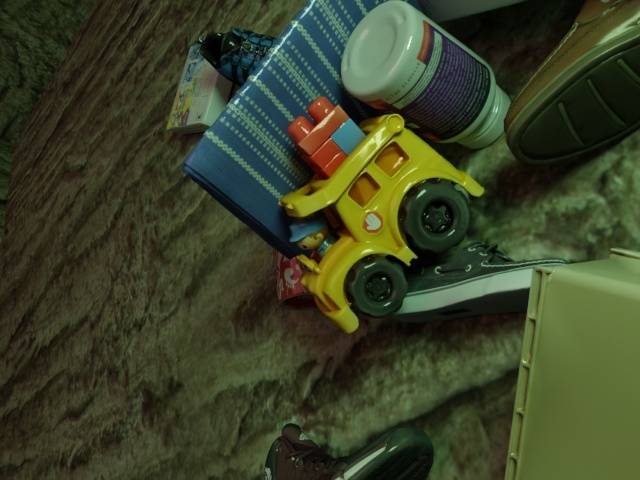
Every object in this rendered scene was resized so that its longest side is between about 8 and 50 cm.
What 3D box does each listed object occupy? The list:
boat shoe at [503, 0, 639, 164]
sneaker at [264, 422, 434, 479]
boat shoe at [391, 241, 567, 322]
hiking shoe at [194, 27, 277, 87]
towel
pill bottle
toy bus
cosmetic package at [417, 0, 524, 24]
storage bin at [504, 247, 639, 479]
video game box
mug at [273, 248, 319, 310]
[{"bbox_3d":[0.296,-0.196,0.570,0.307,0.111,0.104,-39,44,21],"label":"boat shoe"},{"bbox_3d":[0.004,0.264,0.724,0.281,0.106,0.162,-52,39,24],"label":"sneaker"},{"bbox_3d":[0.164,0.038,0.651,0.228,0.080,0.076,-23,58,53],"label":"boat shoe"},{"bbox_3d":[-0.112,-0.313,1.078,0.304,0.132,0.113,18,89,52],"label":"hiking shoe"},{"bbox_3d":[0.010,-0.153,0.719,0.040,0.243,0.336,32,83,41],"label":"towel"},{"bbox_3d":[0.126,-0.173,0.682,0.108,0.194,0.108,-24,57,43],"label":"pill bottle"},{"bbox_3d":[0.030,-0.041,0.671,0.220,0.211,0.149,-49,16,-2],"label":"toy bus"},{"bbox_3d":[0.177,-0.357,0.622,0.155,0.197,0.365,-50,27,-11],"label":"cosmetic package"},{"bbox_3d":[0.267,0.157,0.390,0.262,0.123,0.260,16,105,52],"label":"storage bin"},{"bbox_3d":[-0.253,-0.336,1.328,0.187,0.048,0.205,9,82,50],"label":"video game box"},{"bbox_3d":[-0.010,0.000,0.839,0.150,0.113,0.169,-37,51,56],"label":"mug"}]
